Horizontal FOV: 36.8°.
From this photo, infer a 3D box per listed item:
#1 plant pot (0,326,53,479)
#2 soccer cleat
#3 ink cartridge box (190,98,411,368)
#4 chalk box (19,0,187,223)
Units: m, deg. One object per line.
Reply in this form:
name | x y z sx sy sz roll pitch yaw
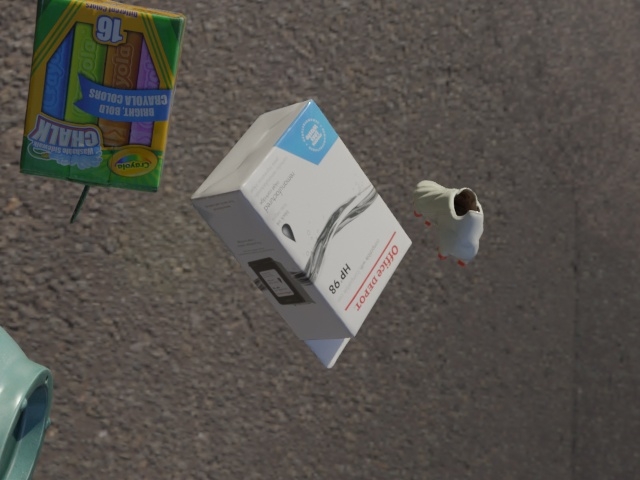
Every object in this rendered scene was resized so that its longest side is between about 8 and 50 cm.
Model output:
plant pot | -0.387 0.188 0.956 0.293 0.196 0.293 -165 -90 -90
soccer cleat | 0.164 -0.039 1.192 0.068 0.196 0.076 17 112 -15
ink cartridge box | 0.000 0.000 0.713 0.180 0.060 0.104 53 52 -25
chalk box | -0.283 -0.165 1.259 0.179 0.180 0.289 8 104 -10
